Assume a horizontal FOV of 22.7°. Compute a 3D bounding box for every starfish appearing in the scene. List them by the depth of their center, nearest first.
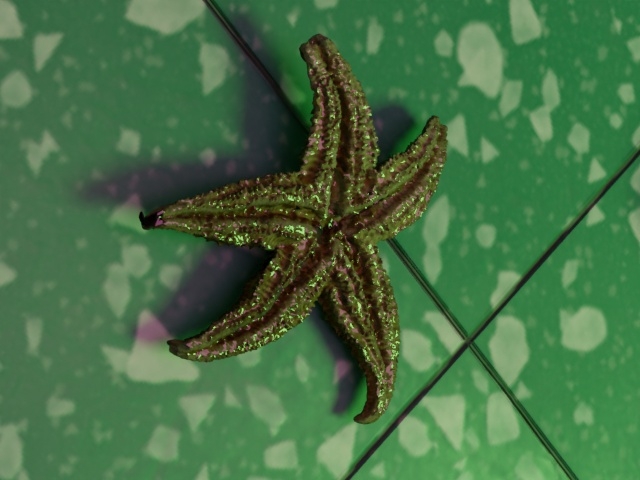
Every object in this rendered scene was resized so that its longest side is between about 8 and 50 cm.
[{"bbox_3d":[-0.001,0.000,0.966,0.227,0.043,0.241,-20,102,-26],"label":"starfish"}]
